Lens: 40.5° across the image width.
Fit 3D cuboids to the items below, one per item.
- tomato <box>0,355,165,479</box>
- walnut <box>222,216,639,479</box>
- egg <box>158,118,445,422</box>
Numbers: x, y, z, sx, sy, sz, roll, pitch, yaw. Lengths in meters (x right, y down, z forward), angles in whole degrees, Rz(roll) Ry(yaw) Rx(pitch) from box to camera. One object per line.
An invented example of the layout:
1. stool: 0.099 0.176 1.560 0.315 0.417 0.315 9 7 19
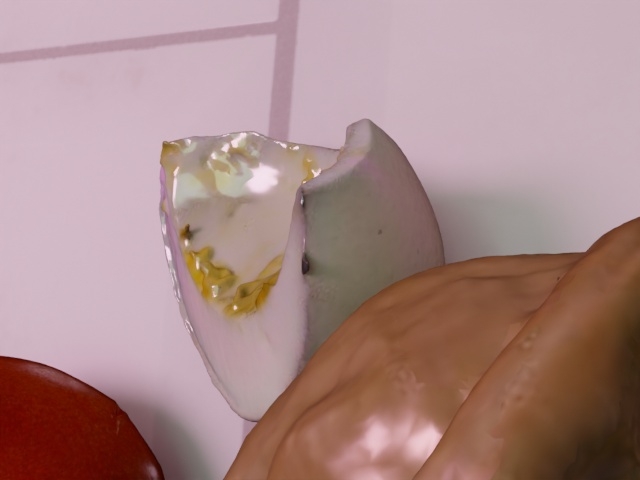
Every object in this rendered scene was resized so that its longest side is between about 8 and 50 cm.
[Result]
1. tomato: -0.271 0.239 0.661 0.298 0.226 0.299 2 99 11
2. walnut: 0.116 0.191 0.433 0.383 0.383 0.384 -5 77 23
3. egg: -0.001 0.018 0.643 0.271 0.161 0.206 8 105 62
